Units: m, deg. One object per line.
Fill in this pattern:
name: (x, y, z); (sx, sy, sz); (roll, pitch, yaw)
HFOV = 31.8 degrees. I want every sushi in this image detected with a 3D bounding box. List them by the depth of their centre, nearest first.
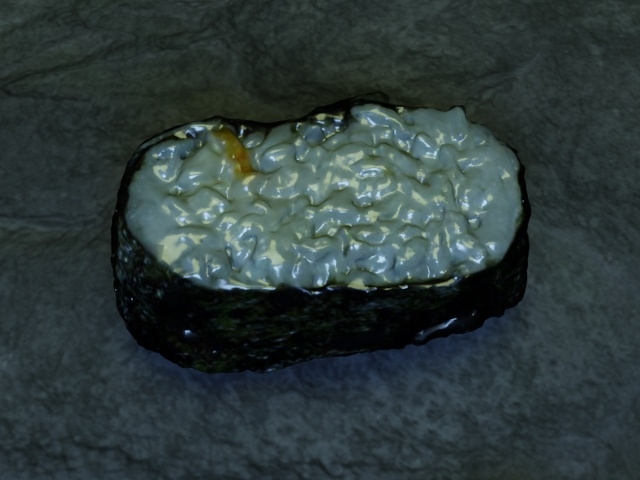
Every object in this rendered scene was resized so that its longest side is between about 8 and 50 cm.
sushi: (0.000, 0.000, 0.943); (0.350, 0.171, 0.211); (-9, 57, -9)
